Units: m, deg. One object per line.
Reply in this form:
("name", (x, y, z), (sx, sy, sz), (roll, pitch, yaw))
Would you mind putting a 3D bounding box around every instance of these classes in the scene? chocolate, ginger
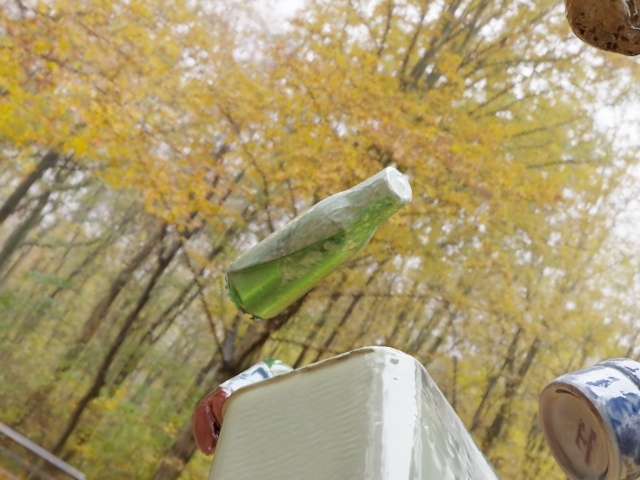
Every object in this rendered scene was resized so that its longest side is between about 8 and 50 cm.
("chocolate", (0.000, 0.000, 1.219), (0.291, 0.110, 0.110), (-36, -63, 28))
("ginger", (0.471, -0.404, 1.294), (0.200, 0.269, 0.223), (45, 20, -4))

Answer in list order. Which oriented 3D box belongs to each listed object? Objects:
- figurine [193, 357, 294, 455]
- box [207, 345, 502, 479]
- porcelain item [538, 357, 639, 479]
("figurine", (-0.020, 0.245, 0.975), (0.234, 0.127, 0.185), (55, 18, 12))
("box", (0.050, 0.303, 0.530), (0.177, 0.344, 0.352), (-21, -55, 21))
("porcelain item", (0.354, 0.223, 1.082), (0.147, 0.114, 0.147), (166, -90, -70))
